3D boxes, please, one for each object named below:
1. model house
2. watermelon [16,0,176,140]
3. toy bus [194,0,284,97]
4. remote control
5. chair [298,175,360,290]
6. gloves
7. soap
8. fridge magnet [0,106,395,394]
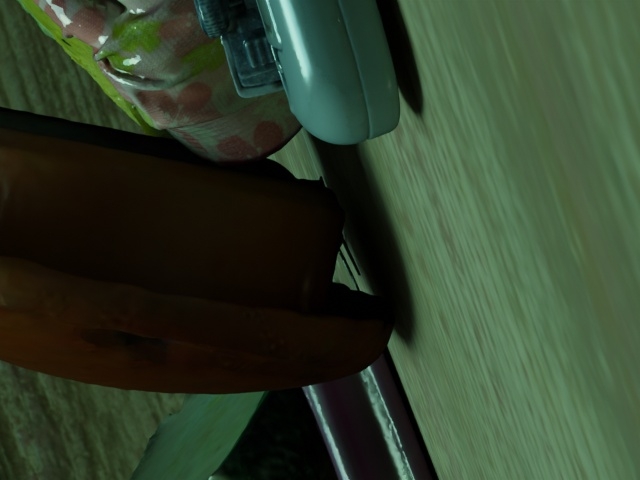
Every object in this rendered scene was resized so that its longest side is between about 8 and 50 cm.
[{"bbox_3d":[-0.010,0.242,1.385,0.284,0.243,0.298,46,-151,-12],"label":"model house"},{"bbox_3d":[-0.107,-0.150,1.118,0.204,0.127,0.232,25,161,52],"label":"watermelon"},{"bbox_3d":[-0.039,-0.159,0.716,0.075,0.064,0.190,-105,-1,-51],"label":"toy bus"},{"bbox_3d":[-0.021,-0.152,0.614,0.087,0.047,0.244,-112,5,-76],"label":"remote control"},{"bbox_3d":[-0.001,0.000,1.178,0.042,0.037,0.086,115,132,-69],"label":"chair"},{"bbox_3d":[-0.080,-0.155,0.823,0.126,0.145,0.241,47,172,43],"label":"gloves"},{"bbox_3d":[0.043,0.167,1.190,0.122,0.065,0.203,84,165,-76],"label":"soap"},{"bbox_3d":[-0.130,0.009,1.002,0.363,0.363,0.155,-147,68,-84],"label":"fridge magnet"}]
